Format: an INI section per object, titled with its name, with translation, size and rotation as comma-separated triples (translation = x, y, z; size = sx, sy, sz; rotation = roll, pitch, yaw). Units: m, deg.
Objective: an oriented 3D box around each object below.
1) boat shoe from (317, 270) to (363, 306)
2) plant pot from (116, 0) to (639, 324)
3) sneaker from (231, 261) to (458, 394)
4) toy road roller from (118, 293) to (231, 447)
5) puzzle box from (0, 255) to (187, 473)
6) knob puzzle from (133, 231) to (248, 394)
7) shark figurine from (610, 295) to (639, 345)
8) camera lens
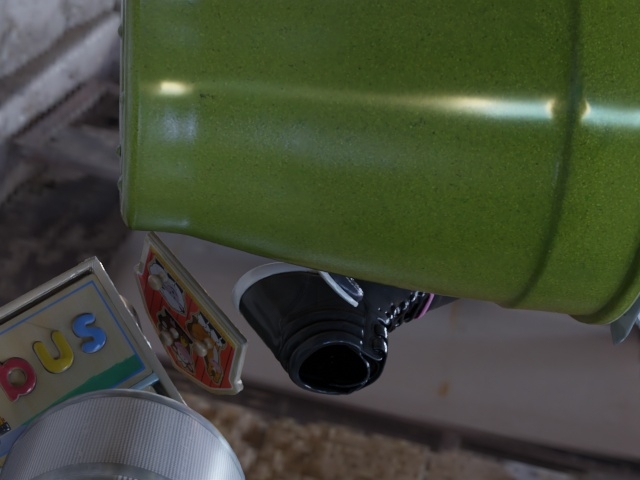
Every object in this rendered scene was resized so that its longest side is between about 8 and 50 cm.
[boat shoe]
translation = 0.000, 0.000, 1.307
size = 0.038, 0.125, 0.046
rotation = -39, 169, -2
[plant pot]
translation = 0.032, -0.124, 1.106
size = 0.366, 0.353, 0.366
rotation = -179, -90, -81
[sneaker]
translation = 0.063, 0.091, 1.656
size = 0.147, 0.296, 0.104
rotation = 62, -34, 37
[toy road roller]
translation = -0.204, 0.231, 1.787
size = 0.202, 0.241, 0.329
rotation = -120, -145, -66
[puzzle box]
translation = -0.317, 0.223, 1.462
size = 0.409, 0.272, 0.052
rotation = -32, 180, -27
[knob puzzle]
translation = -0.157, 0.103, 1.732
size = 0.030, 0.213, 0.213
rotation = -33, 152, -27
[shark figurine]
translation = 0.250, 0.030, 1.219
size = 0.278, 0.166, 0.116
rotation = 134, -31, -81
[camera lens]
translation = -0.171, 0.263, 1.253
size = 0.274, 0.219, 0.219
rotation = -92, -167, -71
